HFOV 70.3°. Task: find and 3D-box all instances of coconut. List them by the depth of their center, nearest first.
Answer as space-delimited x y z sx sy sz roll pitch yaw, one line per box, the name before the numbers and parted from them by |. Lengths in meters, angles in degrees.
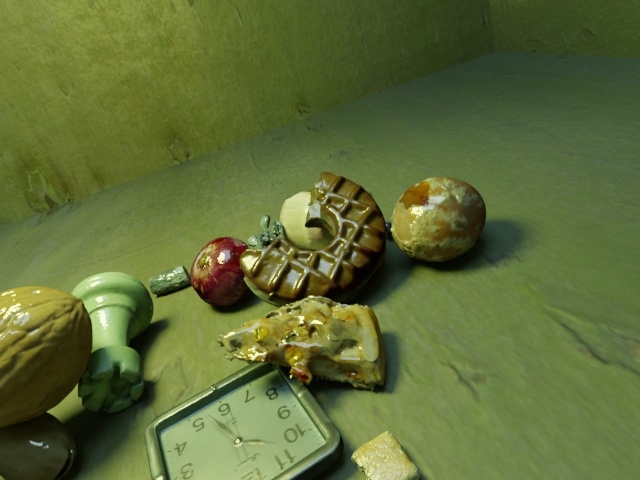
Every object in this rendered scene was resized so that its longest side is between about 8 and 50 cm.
coconut | -0.031 -0.056 1.260 0.183 0.171 0.171 10 38 42

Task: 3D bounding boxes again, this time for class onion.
onion | -0.241 0.078 1.139 0.177 0.153 0.177 -50 19 24

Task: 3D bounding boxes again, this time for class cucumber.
cucumber | -0.427 0.116 1.291 0.112 0.064 0.064 -22 27 -3

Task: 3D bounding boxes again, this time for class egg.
egg | 0.270 -0.050 1.029 0.233 0.195 0.195 -29 29 -16

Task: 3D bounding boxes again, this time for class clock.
clock | -0.133 0.321 0.732 0.273 0.049 0.279 -26 28 -17

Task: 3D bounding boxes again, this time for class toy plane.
toy plane | -0.142 0.049 1.198 0.169 0.078 0.246 -51 31 27

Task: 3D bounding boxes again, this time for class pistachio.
pistachio | -0.516 0.372 0.814 0.185 0.108 0.126 -1 64 23

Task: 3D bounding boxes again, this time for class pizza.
pizza | -0.030 0.171 0.818 0.296 0.071 0.189 6 43 4

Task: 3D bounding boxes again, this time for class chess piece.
chess piece | -0.459 0.222 0.994 0.194 0.195 0.299 -24 36 -11

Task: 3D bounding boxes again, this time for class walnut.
walnut | -0.531 0.198 0.807 0.261 0.225 0.225 -43 33 -13

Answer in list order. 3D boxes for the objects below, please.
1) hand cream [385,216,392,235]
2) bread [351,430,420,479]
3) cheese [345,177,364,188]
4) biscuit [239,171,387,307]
hand cream | 0.287 -0.072 1.209 0.256 0.055 0.088 -21 19 -11
bread | 0.092 0.313 0.630 0.070 0.035 0.083 -29 35 -19
cheese | 0.065 -0.156 1.489 0.155 0.062 0.244 -17 26 1
biscuit | 0.010 0.014 1.036 0.268 0.115 0.366 27 62 18
